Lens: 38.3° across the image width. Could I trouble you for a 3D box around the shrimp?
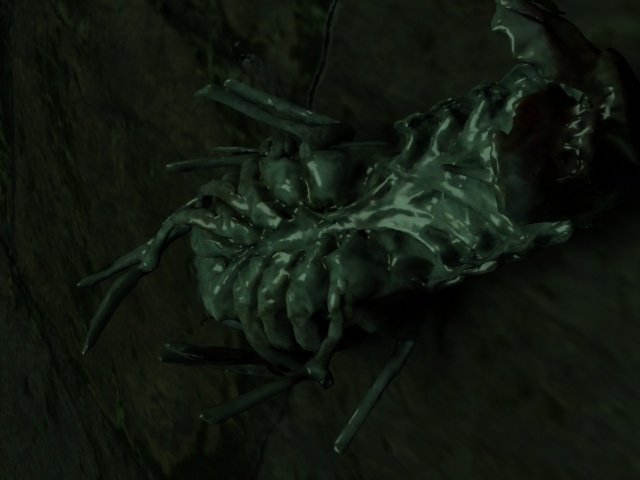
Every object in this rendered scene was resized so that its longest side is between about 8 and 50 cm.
[{"bbox_3d":[0.001,0.001,0.488,0.410,0.166,0.221,-20,76,45],"label":"shrimp"}]
